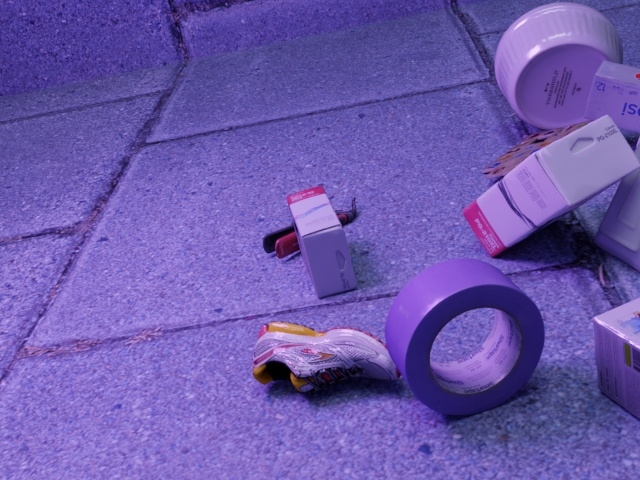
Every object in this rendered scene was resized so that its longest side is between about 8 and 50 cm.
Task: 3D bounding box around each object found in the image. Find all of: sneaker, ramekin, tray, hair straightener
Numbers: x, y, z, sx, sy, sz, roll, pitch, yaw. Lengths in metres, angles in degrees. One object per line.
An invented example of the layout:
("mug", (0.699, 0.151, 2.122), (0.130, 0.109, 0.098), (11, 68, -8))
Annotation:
("sneaker", (0.007, 0.179, 1.199), (0.225, 0.088, 0.093), (1, 50, 26))
("ramekin", (0.510, -0.353, 1.802), (0.273, 0.273, 0.127), (-7, 40, 11))
("tray", (0.512, -0.093, 1.306), (0.030, 0.270, 0.145), (14, 16, -27))
("hair straightener", (-0.022, -0.035, 1.641), (0.230, 0.047, 0.089), (-31, 32, -32))

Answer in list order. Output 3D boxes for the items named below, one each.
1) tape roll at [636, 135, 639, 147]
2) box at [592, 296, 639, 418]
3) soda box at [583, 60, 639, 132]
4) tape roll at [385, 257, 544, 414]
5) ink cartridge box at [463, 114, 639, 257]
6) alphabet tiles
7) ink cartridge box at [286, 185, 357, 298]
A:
("tape roll", (0.672, -0.156, 1.385), (0.286, 0.100, 0.286), (14, 16, -4))
("box", (0.453, 0.125, 1.046), (0.203, 0.114, 0.103), (-21, 26, -16))
("soda box", (0.662, -0.255, 1.628), (0.286, 0.098, 0.091), (18, 37, 20))
("tape roll", (0.183, 0.123, 1.088), (0.189, 0.189, 0.080), (-17, 26, -8))
("ink cartridge box", (0.366, -0.083, 1.371), (0.172, 0.100, 0.237), (-27, -9, -26))
("alphabet tiles", (0.442, -0.183, 1.702), (0.237, 0.009, 0.198), (-35, 17, -36))
("ink cartridge box", (0.000, 0.000, 1.475), (0.072, 0.127, 0.175), (-16, 27, -3))
